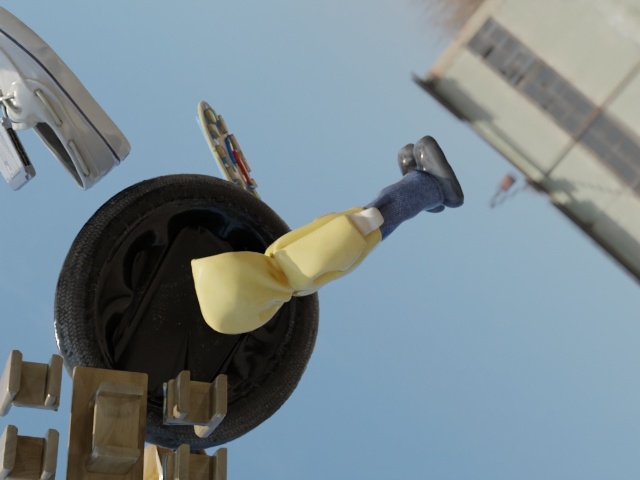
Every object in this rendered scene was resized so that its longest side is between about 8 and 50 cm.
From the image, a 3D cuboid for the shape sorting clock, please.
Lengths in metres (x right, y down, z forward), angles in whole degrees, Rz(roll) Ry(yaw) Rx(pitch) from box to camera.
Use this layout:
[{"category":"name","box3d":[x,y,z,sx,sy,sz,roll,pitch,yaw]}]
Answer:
[{"category":"shape sorting clock","box3d":[-0.145,-0.134,2.167,0.206,0.040,0.206,-25,-90,-87]}]

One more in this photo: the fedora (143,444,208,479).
[{"category":"fedora","box3d":[-0.192,0.319,1.732,0.194,0.079,0.194,61,-170,-18]}]

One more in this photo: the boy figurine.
[{"category":"boy figurine","box3d":[0.000,0.000,1.340,0.092,0.285,0.177,63,166,-3]}]

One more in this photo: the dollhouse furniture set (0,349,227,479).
[{"category":"dollhouse furniture set","box3d":[-0.215,0.249,1.301,0.212,0.161,0.242,8,-118,-18]}]

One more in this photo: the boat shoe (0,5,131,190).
[{"category":"boat shoe","box3d":[-0.332,-0.166,1.548,0.096,0.088,0.267,22,156,48]}]

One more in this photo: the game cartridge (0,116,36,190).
[{"category":"game cartridge","box3d":[-0.382,-0.105,1.639,0.017,0.056,0.083,-25,-92,-45]}]

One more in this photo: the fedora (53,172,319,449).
[{"category":"fedora","box3d":[-0.168,0.091,1.538,0.334,0.152,0.334,11,-114,-25]}]
